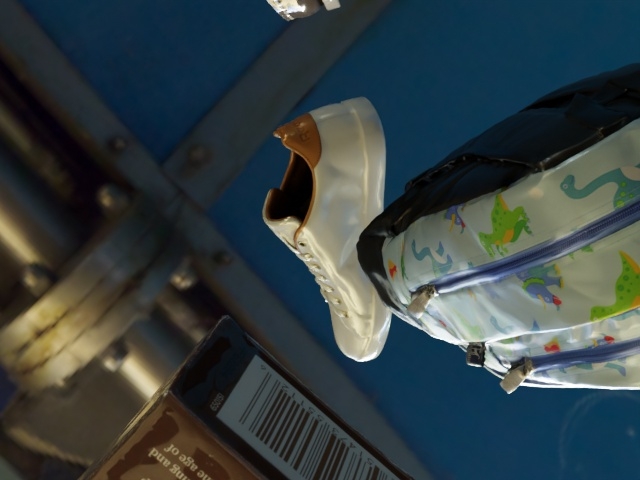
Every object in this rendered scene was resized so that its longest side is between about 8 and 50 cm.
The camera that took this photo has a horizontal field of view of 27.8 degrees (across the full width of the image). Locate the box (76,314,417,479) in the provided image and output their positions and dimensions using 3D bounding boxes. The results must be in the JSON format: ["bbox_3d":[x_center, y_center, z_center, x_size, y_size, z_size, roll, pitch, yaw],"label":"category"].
[{"bbox_3d":[-0.119,0.254,0.839,0.191,0.143,0.381,42,-71,-2],"label":"box"}]

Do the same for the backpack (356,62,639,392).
[{"bbox_3d":[0.211,-0.014,0.989,0.273,0.290,0.355,62,-15,13],"label":"backpack"}]

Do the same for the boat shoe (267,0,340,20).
[{"bbox_3d":[-0.087,-0.250,0.887,0.324,0.096,0.116,45,18,-54],"label":"boat shoe"}]

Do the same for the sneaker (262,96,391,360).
[{"bbox_3d":[0.000,0.000,1.302,0.106,0.123,0.290,-134,-146,-57],"label":"sneaker"}]
